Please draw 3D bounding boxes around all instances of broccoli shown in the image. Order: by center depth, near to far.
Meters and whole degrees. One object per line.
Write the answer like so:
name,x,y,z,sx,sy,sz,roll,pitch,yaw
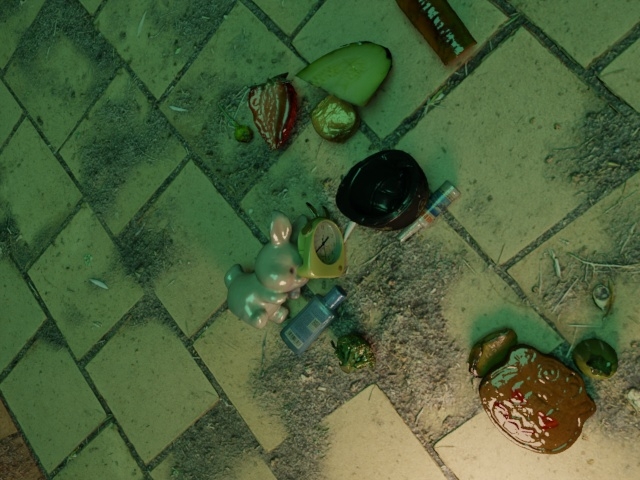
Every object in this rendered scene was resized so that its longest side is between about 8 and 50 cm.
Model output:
broccoli,0.100,0.345,1.280,0.130,0.120,0.131,-14,120,40

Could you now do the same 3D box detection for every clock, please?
clock,0.000,0.000,1.292,0.069,0.170,0.232,-6,82,41

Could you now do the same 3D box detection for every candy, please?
candy,-0.304,-0.410,1.458,0.062,0.058,0.194,-32,67,-23

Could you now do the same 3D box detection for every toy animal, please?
toy animal,-0.158,0.083,1.333,0.241,0.196,0.368,38,106,17

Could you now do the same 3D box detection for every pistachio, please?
pistachio,0.471,0.306,1.176,0.089,0.049,0.173,34,102,-9

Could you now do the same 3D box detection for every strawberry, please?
strawberry,-0.130,-0.413,1.363,0.174,0.098,0.228,-20,88,21

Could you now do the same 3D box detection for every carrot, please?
carrot,0.316,-0.634,1.186,0.114,0.114,0.302,-35,83,18

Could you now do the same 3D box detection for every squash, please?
squash,0.696,0.309,1.047,0.105,0.132,0.105,0,91,23
squash,0.088,-0.516,1.251,0.236,0.204,0.155,35,125,17

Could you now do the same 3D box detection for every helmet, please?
helmet,0.192,-0.126,1.209,0.278,0.160,0.231,5,74,48

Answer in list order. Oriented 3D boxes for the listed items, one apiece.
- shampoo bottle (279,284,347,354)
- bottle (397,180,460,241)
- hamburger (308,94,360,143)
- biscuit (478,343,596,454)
shampoo bottle,-0.016,0.247,1.351,0.104,0.061,0.258,46,106,14
bottle,0.309,-0.079,1.226,0.217,0.060,0.060,-46,76,17
hamburger,0.044,-0.377,1.306,0.138,0.083,0.147,-39,80,13
biscuit,0.575,0.429,1.124,0.273,0.049,0.257,37,102,6
